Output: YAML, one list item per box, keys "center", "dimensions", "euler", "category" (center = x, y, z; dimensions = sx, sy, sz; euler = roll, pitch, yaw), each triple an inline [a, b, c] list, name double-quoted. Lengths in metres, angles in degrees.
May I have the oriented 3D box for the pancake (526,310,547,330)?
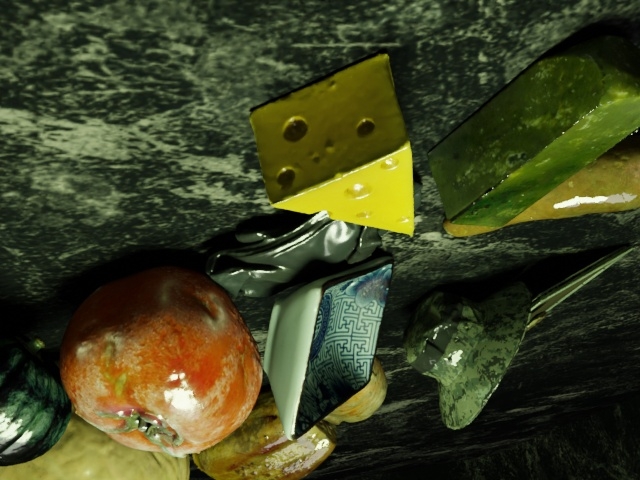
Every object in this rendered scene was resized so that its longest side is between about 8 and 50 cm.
- center: [0.303, 0.141, 1.205]
  dimensions: [0.115, 0.011, 0.115]
  euler: [-35, 168, -9]
  category: "pancake"

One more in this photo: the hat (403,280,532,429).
- center: [0.196, 0.148, 1.182]
  dimensions: [0.128, 0.266, 0.265]
  euler: [25, 147, -7]
  category: "hat"

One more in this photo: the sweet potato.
- center: [0.298, -0.061, 0.862]
  dimensions: [0.345, 0.079, 0.108]
  euler: [-16, 169, 15]
  category: "sweet potato"

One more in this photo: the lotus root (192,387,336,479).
- center: [-0.111, 0.375, 1.524]
  dimensions: [0.290, 0.193, 0.193]
  euler: [-26, 154, 21]
  category: "lotus root"

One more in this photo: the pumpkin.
- center: [-0.363, 0.158, 0.871]
  dimensions: [0.140, 0.202, 0.202]
  euler: [-49, 158, -10]
  category: "pumpkin"

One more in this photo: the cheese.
- center: [0.041, -0.066, 0.694]
  dimensions: [0.126, 0.093, 0.171]
  euler: [-22, 156, 19]
  category: "cheese"

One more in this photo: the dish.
- center: [0.002, 0.111, 0.950]
  dimensions: [0.080, 0.182, 0.243]
  euler: [16, -168, 21]
  category: "dish"

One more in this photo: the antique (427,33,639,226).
- center: [0.202, -0.099, 0.725]
  dimensions: [0.081, 0.080, 0.221]
  euler: [3, 150, -35]
  category: "antique"

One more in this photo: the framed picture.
- center: [0.350, 0.104, 1.256]
  dimensions: [0.217, 0.017, 0.274]
  euler: [-24, 163, -29]
  category: "framed picture"

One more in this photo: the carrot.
- center: [0.020, 0.183, 1.201]
  dimensions: [0.138, 0.139, 0.302]
  euler: [-15, 146, 3]
  category: "carrot"

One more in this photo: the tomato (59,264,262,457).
- center: [-0.179, 0.133, 0.901]
  dimensions: [0.231, 0.189, 0.232]
  euler: [11, 141, 9]
  category: "tomato"

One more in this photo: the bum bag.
- center: [0.000, 0.000, 0.858]
  dimensions: [0.248, 0.060, 0.123]
  euler: [-24, 154, 20]
  category: "bum bag"

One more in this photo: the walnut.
- center: [-0.336, 0.302, 1.076]
  dimensions: [0.252, 0.313, 0.277]
  euler: [-57, 174, 21]
  category: "walnut"
